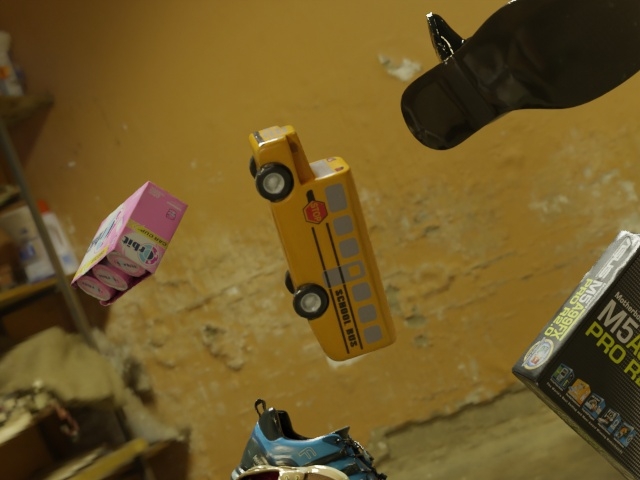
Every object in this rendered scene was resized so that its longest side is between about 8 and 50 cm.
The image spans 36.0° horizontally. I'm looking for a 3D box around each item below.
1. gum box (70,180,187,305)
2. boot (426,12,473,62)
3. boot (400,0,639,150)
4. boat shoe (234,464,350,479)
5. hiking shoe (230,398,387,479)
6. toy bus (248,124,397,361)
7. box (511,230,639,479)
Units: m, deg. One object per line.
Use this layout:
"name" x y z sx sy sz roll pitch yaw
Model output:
"gum box" -0.256 0.009 1.288 0.188 0.062 0.107 -29 34 55
"boot" 0.203 -0.267 1.320 0.099 0.121 0.045 -19 -25 4
"boot" 0.209 -0.182 0.942 0.115 0.112 0.305 -36 10 -34
"boat shoe" -0.032 0.262 1.033 0.135 0.050 0.045 -8 -7 33
"hiking shoe" 0.035 0.309 1.263 0.304 0.132 0.113 16 -5 12
"toy bus" 0.000 0.000 1.374 0.130 0.333 0.108 -18 19 -4
"box" 0.385 0.155 1.151 0.216 0.270 0.060 -49 18 -6
